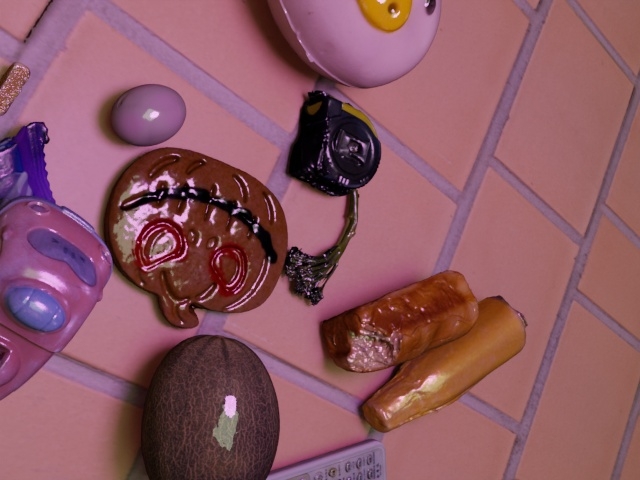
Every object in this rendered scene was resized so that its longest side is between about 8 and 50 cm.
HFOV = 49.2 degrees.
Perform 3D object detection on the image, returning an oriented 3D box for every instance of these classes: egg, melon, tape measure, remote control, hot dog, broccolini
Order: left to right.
[{"bbox_3d":[-0.491,-0.240,1.097,0.030,0.034,0.090,33,91,-43],"label":"hot dog"},{"bbox_3d":[-0.293,-0.215,1.196,0.135,0.103,0.103,-27,107,-33],"label":"egg"},{"bbox_3d":[-0.188,0.314,1.205,0.237,0.237,0.302,3,89,-36],"label":"melon"},{"bbox_3d":[-0.003,0.509,1.450,0.335,0.065,0.128,-6,97,-36],"label":"remote control"},{"bbox_3d":[0.004,-0.006,1.452,0.123,0.062,0.272,43,64,-38],"label":"broccolini"},{"bbox_3d":[0.040,-0.193,1.435,0.186,0.112,0.199,19,82,-37],"label":"tape measure"}]

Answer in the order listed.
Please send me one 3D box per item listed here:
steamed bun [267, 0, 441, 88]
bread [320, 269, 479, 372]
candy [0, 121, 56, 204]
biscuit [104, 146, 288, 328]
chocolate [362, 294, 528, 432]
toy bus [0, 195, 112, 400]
[{"bbox_3d":[0.062,-0.475,1.321,0.334,0.333,0.374,-50,123,-24],"label":"steamed bun"},{"bbox_3d":[0.177,0.181,1.496,0.343,0.195,0.149,-17,81,-34],"label":"bread"},{"bbox_3d":[-0.533,-0.083,1.053,0.275,0.070,0.145,-21,112,-35],"label":"candy"},{"bbox_3d":[-0.220,0.006,1.283,0.367,0.063,0.314,22,77,-35],"label":"biscuit"},{"bbox_3d":[0.280,0.295,1.614,0.445,0.162,0.162,-29,108,-27],"label":"chocolate"},{"bbox_3d":[-0.438,0.094,0.996,0.294,0.232,0.197,-46,119,2],"label":"toy bus"}]
